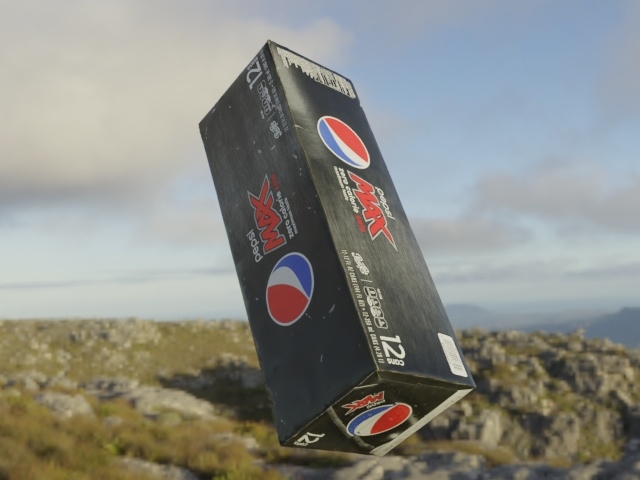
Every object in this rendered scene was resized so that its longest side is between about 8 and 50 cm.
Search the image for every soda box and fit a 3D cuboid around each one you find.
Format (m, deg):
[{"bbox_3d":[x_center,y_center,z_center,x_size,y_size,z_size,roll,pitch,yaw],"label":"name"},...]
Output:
[{"bbox_3d":[0.000,0.000,0.388,0.053,0.168,0.060,16,-47,-38],"label":"soda box"}]
